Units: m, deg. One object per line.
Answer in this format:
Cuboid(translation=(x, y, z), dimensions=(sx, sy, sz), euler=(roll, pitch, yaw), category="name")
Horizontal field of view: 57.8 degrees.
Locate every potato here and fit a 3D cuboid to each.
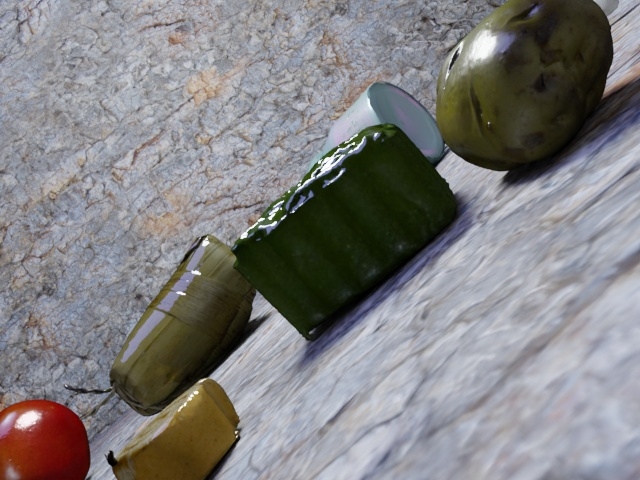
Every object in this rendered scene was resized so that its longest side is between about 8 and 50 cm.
Cuboid(translation=(0.189, -0.150, 0.565), dimensions=(0.154, 0.137, 0.200), euler=(-43, 4, -6), category="potato")

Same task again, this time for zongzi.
Cuboid(translation=(-0.329, 0.293, 1.448), dimensions=(0.500, 0.218, 0.467), euler=(-56, -17, -25), category="zongzi")

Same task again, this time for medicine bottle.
Cuboid(translation=(0.124, -0.207, 1.437), dimensions=(0.290, 0.245, 0.245), euler=(-43, 2, 39), category="medicine bottle")

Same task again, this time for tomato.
Cuboid(translation=(-0.662, 0.517, 1.363), dimensions=(0.226, 0.299, 0.298), euler=(-1, -11, -16), category="tomato")

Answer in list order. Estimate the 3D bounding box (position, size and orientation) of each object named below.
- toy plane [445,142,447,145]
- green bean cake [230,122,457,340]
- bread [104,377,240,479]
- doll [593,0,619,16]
Cuboid(translation=(0.274, -0.285, 1.536), dimensions=(0.053, 0.197, 0.078), euler=(-42, 39, 17), category="toy plane")
Cuboid(translation=(0.032, -0.028, 0.737), dimensions=(0.250, 0.156, 0.247), euler=(-42, 4, 15), category="green bean cake")
Cuboid(translation=(-0.141, 0.193, 0.567), dimensions=(0.122, 0.073, 0.149), euler=(-42, 2, -43), category="bread")
Cuboid(translation=(0.417, -0.404, 1.120), dimensions=(0.242, 0.159, 0.311), euler=(-43, 6, -41), category="doll")
